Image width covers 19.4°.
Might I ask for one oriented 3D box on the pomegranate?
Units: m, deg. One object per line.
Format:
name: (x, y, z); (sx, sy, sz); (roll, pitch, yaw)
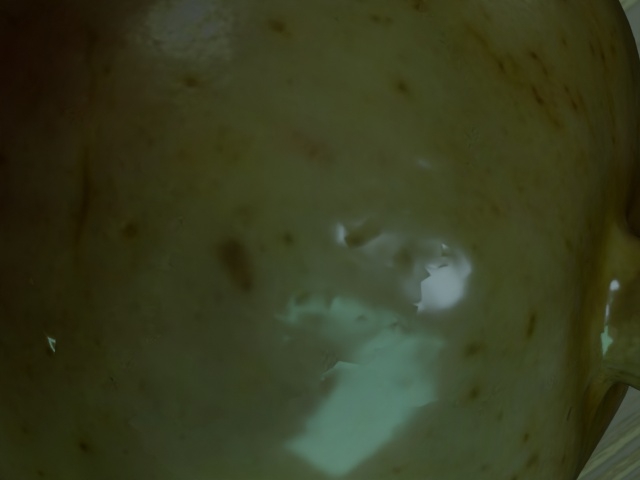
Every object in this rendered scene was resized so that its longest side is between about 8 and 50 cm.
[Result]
pomegranate: (0.000, 0.000, 0.882); (0.411, 0.411, 0.411); (-14, 140, -12)
